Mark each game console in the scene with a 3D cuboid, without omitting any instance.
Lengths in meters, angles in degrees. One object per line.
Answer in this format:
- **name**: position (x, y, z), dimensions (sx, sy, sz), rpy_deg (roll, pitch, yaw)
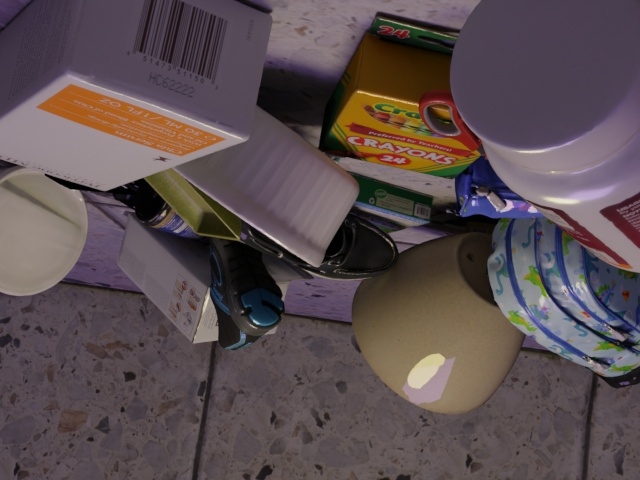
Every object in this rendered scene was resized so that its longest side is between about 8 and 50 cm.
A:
- **game console**: position (-0.397, -0.100, 2.097), dimensions (0.213, 0.044, 0.361), rpy_deg (6, 167, 22)

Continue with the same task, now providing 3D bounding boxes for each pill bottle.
- **pill bottle**: position (0.301, -0.116, 1.063), dimensions (0.224, 0.224, 0.392), rpy_deg (1, 165, 33)
- **pill bottle**: position (-0.235, -0.060, 1.959), dimensions (0.219, 0.123, 0.123), rpy_deg (21, 163, -40)

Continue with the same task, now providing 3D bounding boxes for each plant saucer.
- **plant saucer**: position (-0.216, -0.085, 1.693), dimensions (0.188, 0.045, 0.188), rpy_deg (49, 161, -23)

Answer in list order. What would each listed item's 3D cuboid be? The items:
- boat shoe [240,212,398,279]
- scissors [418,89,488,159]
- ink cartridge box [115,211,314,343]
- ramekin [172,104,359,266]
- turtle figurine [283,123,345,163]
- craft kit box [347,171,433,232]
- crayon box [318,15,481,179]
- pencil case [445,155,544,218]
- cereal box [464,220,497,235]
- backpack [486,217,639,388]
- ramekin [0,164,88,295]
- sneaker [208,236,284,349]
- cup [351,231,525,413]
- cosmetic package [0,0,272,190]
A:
- **boat shoe**: position (0.001, -0.004, 1.765), dimensions (0.340, 0.127, 0.113), rpy_deg (22, 178, -23)
- **scissors**: position (0.194, -0.115, 1.247), dimensions (0.109, 0.021, 0.297), rpy_deg (1, 164, 17)
- **ink cartridge box**: position (-0.213, 0.064, 2.062), dimensions (0.272, 0.130, 0.309), rpy_deg (-2, -151, -41)
- **ramekin**: position (-0.077, -0.094, 1.439), dimensions (0.277, 0.135, 0.277), rpy_deg (35, -178, -1)
- **turtle figurine**: position (-0.069, -0.111, 1.645), dimensions (0.175, 0.118, 0.234), rpy_deg (16, 172, -29)
- **craft kit box**: position (0.040, -0.067, 1.884), dimensions (0.250, 0.061, 0.246), rpy_deg (15, 164, -23)
- **crayon box**: position (0.123, -0.169, 1.293), dimensions (0.202, 0.081, 0.318), rpy_deg (11, 167, -7)
- **pencil case**: position (0.337, -0.077, 1.440), dimensions (0.306, 0.119, 0.133), rpy_deg (7, -152, 5)
- **cereal box**: position (0.387, 0.021, 2.031), dimensions (0.173, 0.047, 0.240), rpy_deg (7, 168, 17)
- **backpack**: position (0.444, 0.063, 1.731), dimensions (0.355, 0.290, 0.273), rpy_deg (21, 156, -19)
- **ramekin**: position (-0.623, -0.032, 2.090), dimensions (0.127, 0.273, 0.273), rpy_deg (16, 175, 41)
- **sneaker**: position (-0.162, 0.033, 1.831), dimensions (0.125, 0.341, 0.139), rpy_deg (12, 142, -30)
- **cup**: position (0.258, 0.120, 1.881), dimensions (0.331, 0.331, 0.237), rpy_deg (15, 139, -23)
- **cosmetic package**: position (-0.277, -0.194, 1.295), dimensions (0.230, 0.161, 0.453), rpy_deg (17, 166, -29)
